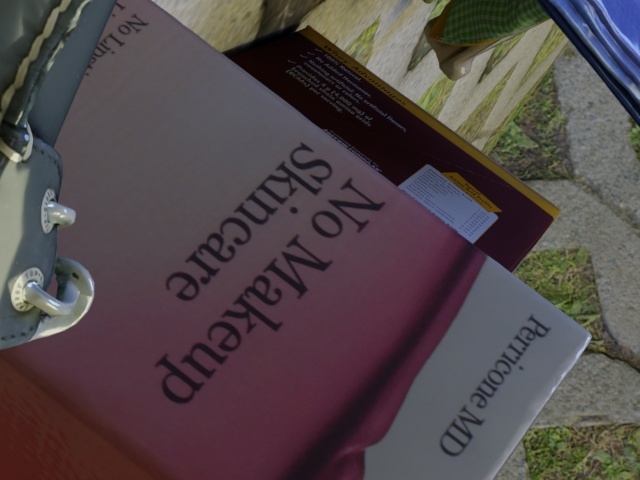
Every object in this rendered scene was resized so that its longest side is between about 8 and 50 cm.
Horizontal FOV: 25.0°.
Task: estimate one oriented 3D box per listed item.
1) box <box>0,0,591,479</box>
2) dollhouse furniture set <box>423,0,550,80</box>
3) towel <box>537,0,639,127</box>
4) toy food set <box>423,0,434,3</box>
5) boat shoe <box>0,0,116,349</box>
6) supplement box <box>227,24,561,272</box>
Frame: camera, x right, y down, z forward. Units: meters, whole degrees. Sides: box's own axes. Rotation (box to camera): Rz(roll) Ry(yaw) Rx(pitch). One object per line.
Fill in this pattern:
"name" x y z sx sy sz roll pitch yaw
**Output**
"box" -0.049 0.037 0.519 0.149 0.232 0.127 -49 172 -33
"dollhouse furniture set" 0.192 -0.242 0.908 0.301 0.151 0.197 -29 -178 -22
"towel" 0.199 -0.239 0.746 0.040 0.243 0.336 6 -121 53
"toy food set" 0.114 -0.234 1.042 0.132 0.038 0.192 -54 163 -37
"boat shoe" -0.114 0.001 0.387 0.319 0.099 0.116 -50 -169 -5
"supplement box" 0.000 0.000 0.794 0.129 0.191 0.194 -57 171 26
